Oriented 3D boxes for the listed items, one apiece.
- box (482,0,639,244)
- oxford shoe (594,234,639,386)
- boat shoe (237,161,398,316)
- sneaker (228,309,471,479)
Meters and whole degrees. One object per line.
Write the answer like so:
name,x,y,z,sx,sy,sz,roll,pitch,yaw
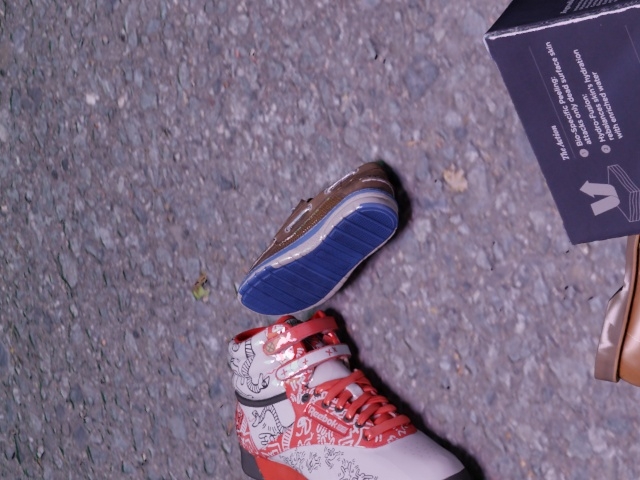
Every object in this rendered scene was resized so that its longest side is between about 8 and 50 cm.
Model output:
box,0.209,-0.094,1.189,0.158,0.093,0.156,-10,117,33
oxford shoe,0.247,0.003,1.324,0.076,0.076,0.212,14,110,16
boat shoe,0.000,0.000,1.613,0.183,0.066,0.066,-35,37,34
sneaker,0.013,0.139,1.614,0.270,0.090,0.145,5,106,53
